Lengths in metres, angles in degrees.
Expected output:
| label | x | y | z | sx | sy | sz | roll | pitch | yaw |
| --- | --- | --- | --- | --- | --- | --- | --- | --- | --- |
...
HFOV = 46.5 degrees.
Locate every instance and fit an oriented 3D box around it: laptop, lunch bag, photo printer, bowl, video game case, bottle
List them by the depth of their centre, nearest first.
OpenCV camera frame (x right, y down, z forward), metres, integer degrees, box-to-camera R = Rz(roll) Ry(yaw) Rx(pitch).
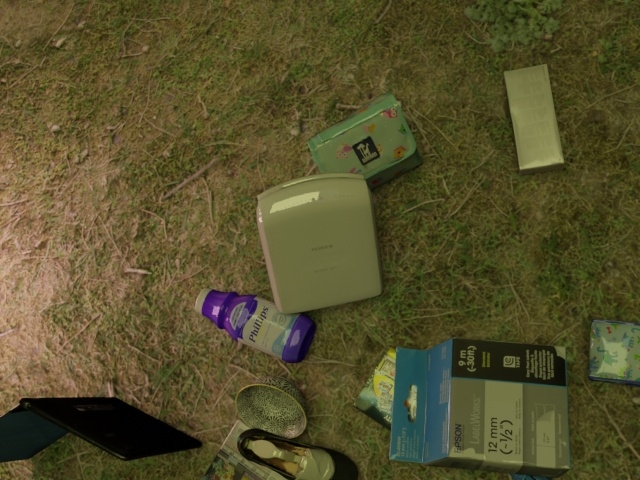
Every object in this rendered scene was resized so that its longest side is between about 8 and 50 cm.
| label | x | y | z | sx | sy | sz | roll | pitch | yaw |
| --- | --- | --- | --- | --- | --- | --- | --- | --- | --- |
| lunch bag | 0.635 | 0.234 | 1.536 | 0.151 | 0.096 | 0.128 | 2 | 79 | 24 |
| laptop | -0.542 | 0.470 | 1.621 | 0.408 | 0.382 | 0.236 | 22 | 85 | 17 |
| photo printer | 0.000 | 0.000 | 1.623 | 0.256 | 0.307 | 0.107 | -11 | 32 | -3 |
| lunch bag | 0.097 | -0.211 | 1.671 | 0.223 | 0.262 | 0.160 | -27 | 74 | 6 |
| bowl | -0.099 | 0.361 | 1.681 | 0.170 | 0.170 | 0.080 | 11 | 36 | 15 |
| video game case | -0.154 | 0.540 | 1.701 | 0.201 | 0.023 | 0.183 | 31 | 87 | 16 |
| bottle | -0.156 | 0.187 | 1.737 | 0.283 | 0.092 | 0.118 | 21 | 83 | 17 |

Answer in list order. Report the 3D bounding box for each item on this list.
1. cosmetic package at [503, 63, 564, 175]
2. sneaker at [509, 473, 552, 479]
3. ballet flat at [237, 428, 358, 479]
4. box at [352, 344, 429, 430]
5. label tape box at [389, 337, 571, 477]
| label | x | y | z | sx | sy | sz | roll | pitch | yaw |
| --- | --- | --- | --- | --- | --- | --- | --- | --- | --- |
| cosmetic package | 0.484 | -0.273 | 1.695 | 0.099 | 0.060 | 0.239 | -8 | 77 | 14 |
| sneaker | 0.429 | 0.481 | 1.543 | 0.069 | 0.082 | 0.209 | -39 | 71 | 5 |
| ballet flat | -0.057 | 0.484 | 1.628 | 0.280 | 0.096 | 0.095 | 12 | 75 | 12 |
| box | 0.210 | 0.359 | 1.639 | 0.233 | 0.044 | 0.159 | 31 | 87 | 17 |
| label tape box | 0.324 | 0.337 | 1.531 | 0.348 | 0.115 | 0.249 | 5 | 65 | 5 |
